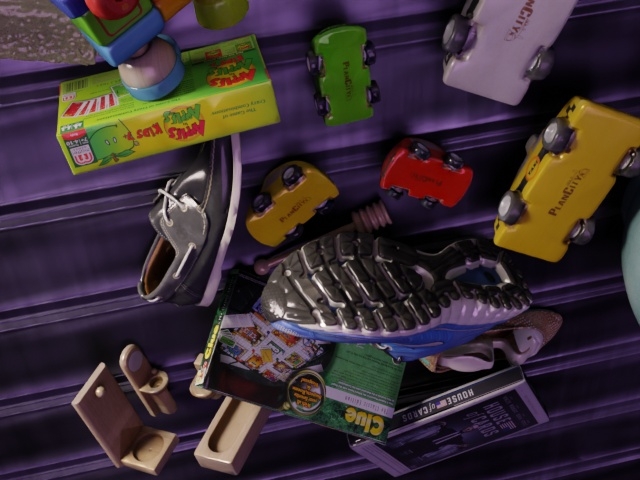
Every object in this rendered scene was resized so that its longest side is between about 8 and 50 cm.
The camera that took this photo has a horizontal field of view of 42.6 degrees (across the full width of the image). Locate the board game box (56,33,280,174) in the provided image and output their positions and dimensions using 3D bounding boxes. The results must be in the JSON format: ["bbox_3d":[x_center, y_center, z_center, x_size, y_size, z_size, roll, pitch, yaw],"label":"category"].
[{"bbox_3d":[-0.134,-0.121,0.719,0.181,0.092,0.043,-15,131,-3],"label":"board game box"}]

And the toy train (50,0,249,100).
[{"bbox_3d":[-0.093,-0.231,0.652,0.248,0.105,0.143,-43,146,-10],"label":"toy train"}]

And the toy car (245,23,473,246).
[{"bbox_3d":[0.028,-0.111,0.798,0.239,0.053,0.225,-14,130,-6],"label":"toy car"}]

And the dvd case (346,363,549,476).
[{"bbox_3d":[0.175,0.247,1.095,0.238,0.030,0.179,-24,145,13],"label":"dvd case"}]

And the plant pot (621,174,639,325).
[{"bbox_3d":[0.456,-0.006,0.905,0.293,0.196,0.293,-8,130,-10],"label":"plant pot"}]

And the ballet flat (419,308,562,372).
[{"bbox_3d":[0.218,0.135,1.036,0.206,0.067,0.073,-8,128,-9],"label":"ballet flat"}]

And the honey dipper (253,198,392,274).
[{"bbox_3d":[0.000,0.000,0.897,0.160,0.030,0.030,-24,130,9],"label":"honey dipper"}]

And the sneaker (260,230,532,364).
[{"bbox_3d":[0.078,0.082,0.898,0.329,0.130,0.147,4,139,-34],"label":"sneaker"}]

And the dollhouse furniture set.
[{"bbox_3d":[-0.155,0.176,0.917,0.151,0.144,0.123,6,136,27],"label":"dollhouse furniture set"}]

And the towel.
[{"bbox_3d":[-0.247,-0.198,0.669,0.148,0.027,0.110,-2,129,-16],"label":"towel"}]

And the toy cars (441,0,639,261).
[{"bbox_3d":[0.216,-0.150,0.800,0.176,0.087,0.394,-17,127,12],"label":"toy cars"}]

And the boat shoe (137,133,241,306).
[{"bbox_3d":[-0.126,-0.025,0.803,0.079,0.084,0.233,6,129,-20],"label":"boat shoe"}]

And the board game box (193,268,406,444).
[{"bbox_3d":[-0.011,0.139,0.949,0.259,0.136,0.030,25,162,-30],"label":"board game box"}]
